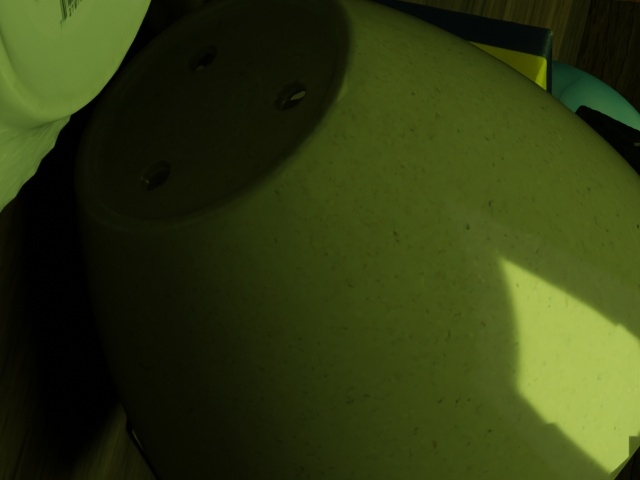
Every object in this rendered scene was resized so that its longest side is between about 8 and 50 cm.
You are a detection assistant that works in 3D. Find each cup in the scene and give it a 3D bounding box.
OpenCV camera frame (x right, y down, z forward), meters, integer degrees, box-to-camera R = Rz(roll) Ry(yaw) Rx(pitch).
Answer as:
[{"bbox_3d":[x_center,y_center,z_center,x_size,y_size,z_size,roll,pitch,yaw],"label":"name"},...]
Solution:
[{"bbox_3d":[0.000,0.000,0.978,0.237,0.331,0.331,50,49,-39],"label":"cup"}]

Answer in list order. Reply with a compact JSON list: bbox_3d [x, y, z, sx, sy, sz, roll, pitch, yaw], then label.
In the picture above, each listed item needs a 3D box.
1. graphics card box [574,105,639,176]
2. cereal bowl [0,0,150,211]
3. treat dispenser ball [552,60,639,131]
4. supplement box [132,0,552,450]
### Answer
[{"bbox_3d":[0.161,0.102,1.388,0.233,0.094,0.371,-91,-153,-65],"label":"graphics card box"},{"bbox_3d":[-0.133,-0.130,0.563,0.339,0.141,0.339,12,90,-77],"label":"cereal bowl"},{"bbox_3d":[0.173,-0.022,1.617,0.288,0.288,0.288,13,90,-77],"label":"treat dispenser ball"},{"bbox_3d":[0.029,0.028,1.271,0.195,0.194,0.357,76,30,-63],"label":"supplement box"}]
